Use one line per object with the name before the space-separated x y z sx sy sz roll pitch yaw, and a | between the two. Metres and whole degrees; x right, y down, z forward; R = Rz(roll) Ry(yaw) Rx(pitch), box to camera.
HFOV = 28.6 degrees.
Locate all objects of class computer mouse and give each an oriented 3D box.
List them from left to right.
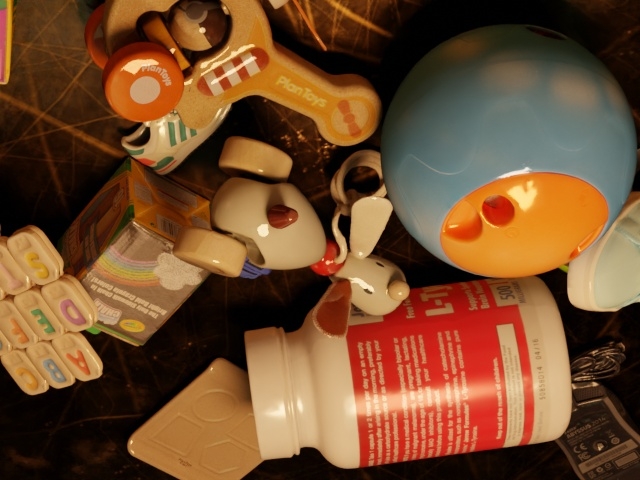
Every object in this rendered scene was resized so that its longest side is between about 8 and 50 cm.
computer mouse | 0.415 0.270 1.911 0.188 0.072 0.272 -27 116 15

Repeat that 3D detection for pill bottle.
pill bottle | 0.110 0.180 1.677 0.408 0.229 0.229 -7 130 -4

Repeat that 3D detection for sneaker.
sneaker | -0.169 -0.146 1.474 0.075 0.057 0.161 28 123 -34
sneaker | 0.460 0.002 1.545 0.366 0.150 0.135 -22 112 -35

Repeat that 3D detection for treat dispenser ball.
treat dispenser ball | 0.212 -0.100 1.424 0.288 0.288 0.288 -5 130 -6

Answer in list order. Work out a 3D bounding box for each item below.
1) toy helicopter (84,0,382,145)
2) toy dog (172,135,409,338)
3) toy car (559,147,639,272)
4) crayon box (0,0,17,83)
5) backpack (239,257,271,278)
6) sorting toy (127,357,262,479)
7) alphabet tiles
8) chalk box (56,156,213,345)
toy helicopter | -0.066 -0.211 1.372 0.355 0.140 0.235 24 112 -33
toy dog | 0.000 0.000 1.454 0.334 0.161 0.220 2 97 -38
toy car | 0.342 -0.057 1.614 0.155 0.149 0.188 29 90 -33
crayon box | -0.460 -0.283 1.148 0.363 0.313 0.106 4 128 -12
backpack | -0.087 -0.008 1.573 0.098 0.101 0.120 33 120 -30
sorting toy | -0.149 0.273 1.839 0.193 0.038 0.208 34 112 -31
alphabet tiles | -0.393 0.072 1.533 0.284 0.021 0.278 -18 112 41
chalk box | -0.245 0.030 1.561 0.132 0.132 0.213 30 120 -30
